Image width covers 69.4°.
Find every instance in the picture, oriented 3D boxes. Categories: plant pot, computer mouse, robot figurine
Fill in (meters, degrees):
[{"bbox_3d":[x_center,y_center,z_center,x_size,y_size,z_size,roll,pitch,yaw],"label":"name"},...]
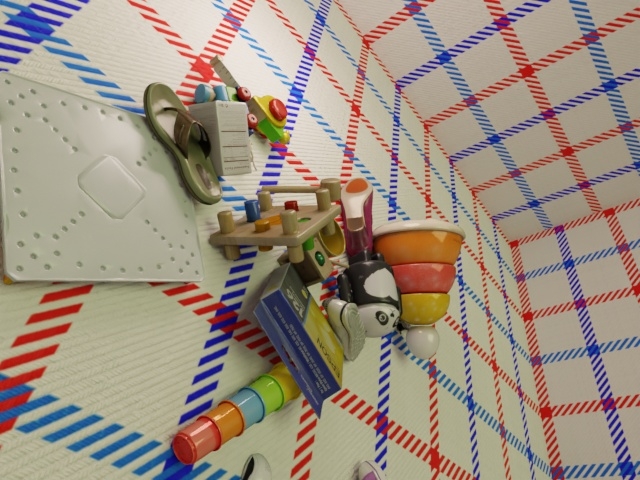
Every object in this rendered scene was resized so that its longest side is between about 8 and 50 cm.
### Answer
[{"bbox_3d":[0.000,0.000,1.435,0.134,0.095,0.134,33,45,-40],"label":"plant pot"},{"bbox_3d":[-0.141,0.533,0.948,0.106,0.042,0.192,46,38,-26],"label":"computer mouse"},{"bbox_3d":[0.162,0.170,1.483,0.173,0.209,0.277,81,4,-62],"label":"robot figurine"}]

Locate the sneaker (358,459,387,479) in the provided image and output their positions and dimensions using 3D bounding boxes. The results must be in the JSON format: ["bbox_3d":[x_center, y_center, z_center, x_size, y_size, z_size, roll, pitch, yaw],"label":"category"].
[{"bbox_3d":[0.101,0.684,1.149,0.161,0.102,0.282,6,33,-15],"label":"sneaker"}]

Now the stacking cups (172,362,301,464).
[{"bbox_3d":[-0.163,0.367,0.978,0.316,0.096,0.095,-21,87,-56],"label":"stacking cups"}]

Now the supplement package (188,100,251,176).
[{"bbox_3d":[-0.252,-0.253,1.167,0.105,0.105,0.179,-19,109,-53],"label":"supplement package"}]

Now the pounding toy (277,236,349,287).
[{"bbox_3d":[-0.019,0.065,1.324,0.130,0.141,0.100,60,33,-10],"label":"pounding toy"}]

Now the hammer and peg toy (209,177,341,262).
[{"bbox_3d":[-0.090,-0.060,1.222,0.361,0.266,0.127,-41,127,-57],"label":"hammer and peg toy"}]

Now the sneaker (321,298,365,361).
[{"bbox_3d":[0.069,0.262,1.365,0.090,0.095,0.234,-50,139,-42],"label":"sneaker"}]

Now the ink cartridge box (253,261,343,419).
[{"bbox_3d":[-0.040,0.230,1.164,0.303,0.072,0.307,60,8,-11],"label":"ink cartridge box"}]

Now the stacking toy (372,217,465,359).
[{"bbox_3d":[0.353,0.182,1.666,0.351,0.351,0.478,18,68,-50],"label":"stacking toy"}]

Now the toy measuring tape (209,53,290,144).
[{"bbox_3d":[-0.198,-0.432,1.411,0.330,0.122,0.121,49,36,-25],"label":"toy measuring tape"}]

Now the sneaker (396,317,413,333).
[{"bbox_3d":[0.311,0.328,1.730,0.098,0.038,0.069,44,40,-16],"label":"sneaker"}]

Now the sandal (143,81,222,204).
[{"bbox_3d":[-0.297,-0.230,1.073,0.302,0.086,0.120,62,32,-7],"label":"sandal"}]

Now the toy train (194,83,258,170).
[{"bbox_3d":[-0.255,-0.314,1.273,0.144,0.105,0.247,-1,71,-44],"label":"toy train"}]

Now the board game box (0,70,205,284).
[{"bbox_3d":[-0.429,-0.098,0.928,0.390,0.050,0.389,7,64,-54],"label":"board game box"}]

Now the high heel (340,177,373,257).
[{"bbox_3d":[0.137,-0.078,1.711,0.377,0.127,0.181,-76,161,-49],"label":"high heel"}]
